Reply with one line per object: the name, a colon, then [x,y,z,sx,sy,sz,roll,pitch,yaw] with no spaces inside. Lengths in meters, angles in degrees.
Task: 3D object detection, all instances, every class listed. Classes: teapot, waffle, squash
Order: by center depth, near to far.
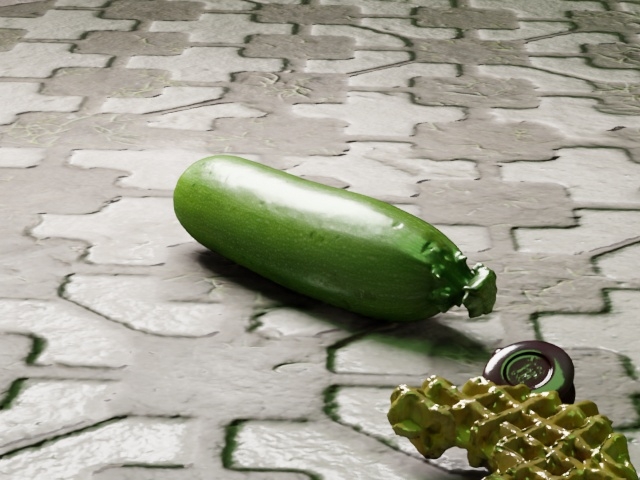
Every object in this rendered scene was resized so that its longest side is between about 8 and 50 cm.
waffle: [0.125,0.146,1.175,0.149,0.051,0.194,-3,24,-5]
teapot: [0.154,0.110,1.296,0.068,0.045,0.100,-30,46,-15]
squash: [0.000,0.000,1.536,0.101,0.101,0.378,-16,26,-42]
